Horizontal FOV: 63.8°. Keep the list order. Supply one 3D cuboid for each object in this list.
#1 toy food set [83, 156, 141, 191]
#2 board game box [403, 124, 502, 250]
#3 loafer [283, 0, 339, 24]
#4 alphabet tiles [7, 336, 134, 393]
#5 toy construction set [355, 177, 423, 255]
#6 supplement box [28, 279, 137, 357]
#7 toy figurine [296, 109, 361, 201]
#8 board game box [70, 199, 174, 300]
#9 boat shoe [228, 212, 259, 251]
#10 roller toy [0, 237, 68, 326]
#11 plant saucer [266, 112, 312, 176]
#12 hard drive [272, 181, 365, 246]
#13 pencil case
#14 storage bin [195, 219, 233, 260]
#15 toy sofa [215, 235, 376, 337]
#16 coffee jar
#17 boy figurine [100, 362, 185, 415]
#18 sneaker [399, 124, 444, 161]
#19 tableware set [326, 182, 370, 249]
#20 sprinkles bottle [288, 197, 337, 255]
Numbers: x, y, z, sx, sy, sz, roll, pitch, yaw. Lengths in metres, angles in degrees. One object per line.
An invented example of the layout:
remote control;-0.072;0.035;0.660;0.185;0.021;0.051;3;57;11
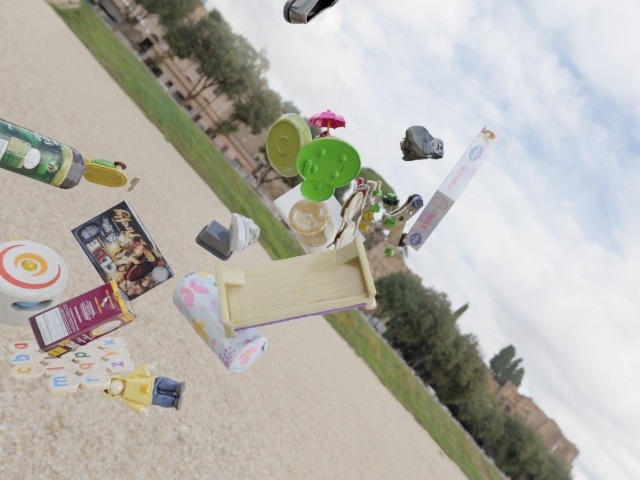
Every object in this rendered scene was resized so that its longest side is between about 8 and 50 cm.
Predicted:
toy food set;-0.794;-0.262;1.932;0.217;0.128;0.071;15;58;-27
board game box;0.408;-0.157;1.615;0.065;0.319;0.318;36;-28;8
loafer;0.012;-0.690;1.463;0.084;0.267;0.096;35;-23;29
alphabet tiles;-0.631;0.299;1.307;0.277;0.021;0.284;4;18;-35
toy construction set;0.211;-0.082;1.895;0.257;0.238;0.309;2;18;-27
supplement box;-0.518;0.173;1.134;0.081;0.188;0.104;60;-15;15
toy figurine;0.011;-0.194;1.079;0.173;0.130;0.159;115;-18;-46
board game box;-0.534;0.035;1.399;0.243;0.165;0.042;60;-4;-10
boat shoe;-0.230;-0.022;1.569;0.088;0.096;0.267;11;7;-15
roller toy;-0.742;0.100;1.284;0.191;0.146;0.209;33;30;-11
plant saucer;-0.132;-0.365;1.963;0.037;0.241;0.241;-7;47;-49
hard drive;-0.004;-0.068;1.883;0.308;0.203;0.040;54;-17;2
pencil case;-0.254;0.201;1.290;0.273;0.124;0.114;44;-45;24
storage bin;-0.340;-0.011;1.746;0.135;0.098;0.091;36;-33;-9
toy sofa;-0.057;0.121;1.219;0.177;0.362;0.150;90;-12;-64
coffee jar;-0.509;-0.152;0.887;0.096;0.079;0.184;25;1;36
boy figurine;-0.616;0.509;1.778;0.284;0.178;0.092;11;-13;-3
sneaker;0.284;-0.290;1.573;0.227;0.130;0.087;2;86;-59
tableware set;0.065;-0.055;1.347;0.039;0.128;0.194;30;-42;17
sprinkles bottle;0.000;0.000;1.549;0.121;0.121;0.355;48;-7;25
